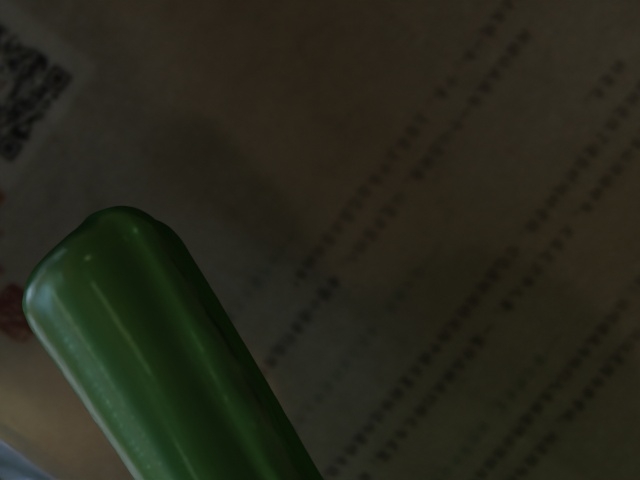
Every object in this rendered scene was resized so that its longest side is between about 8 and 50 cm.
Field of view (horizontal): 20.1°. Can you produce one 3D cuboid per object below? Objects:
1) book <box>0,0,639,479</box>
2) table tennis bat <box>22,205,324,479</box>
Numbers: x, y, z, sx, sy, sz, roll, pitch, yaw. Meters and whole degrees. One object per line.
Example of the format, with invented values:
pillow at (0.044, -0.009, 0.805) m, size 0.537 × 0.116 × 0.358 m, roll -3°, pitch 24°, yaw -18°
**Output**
book at (0.000, 0.000, 0.452) m, size 0.283 × 0.215 × 0.025 m, roll 38°, pitch -166°, yaw -9°
table tennis bat at (0.015, 0.102, 0.379) m, size 0.039 × 0.160 × 0.257 m, roll -20°, pitch -109°, yaw -47°
